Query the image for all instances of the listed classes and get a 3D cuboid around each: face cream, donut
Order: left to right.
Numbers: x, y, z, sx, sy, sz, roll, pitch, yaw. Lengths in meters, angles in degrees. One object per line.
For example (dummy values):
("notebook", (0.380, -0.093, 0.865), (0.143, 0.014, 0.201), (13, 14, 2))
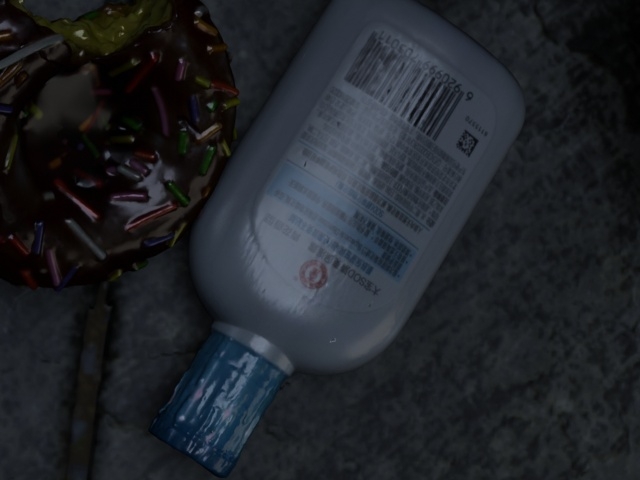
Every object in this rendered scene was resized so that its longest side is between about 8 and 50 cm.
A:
("donut", (-0.153, -0.066, 0.824), (0.230, 0.096, 0.216), (11, 104, -41))
("face cream", (0.000, 0.000, 0.914), (0.163, 0.080, 0.337), (33, 80, -12))
